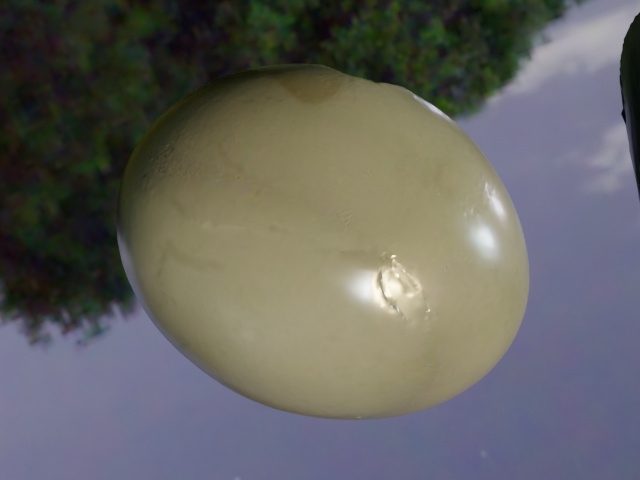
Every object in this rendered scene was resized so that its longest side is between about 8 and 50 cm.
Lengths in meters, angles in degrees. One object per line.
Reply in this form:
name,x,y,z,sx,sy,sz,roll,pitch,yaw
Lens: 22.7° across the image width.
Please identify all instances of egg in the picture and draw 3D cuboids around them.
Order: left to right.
egg,0.000,0.000,1.000,0.269,0.219,0.219,14,-150,13

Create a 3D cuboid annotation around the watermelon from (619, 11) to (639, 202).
watermelon,0.172,-0.019,0.262,0.292,0.222,0.319,-23,-138,25
